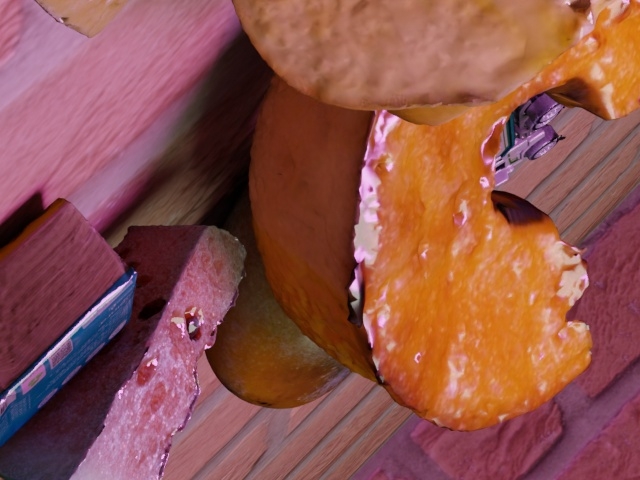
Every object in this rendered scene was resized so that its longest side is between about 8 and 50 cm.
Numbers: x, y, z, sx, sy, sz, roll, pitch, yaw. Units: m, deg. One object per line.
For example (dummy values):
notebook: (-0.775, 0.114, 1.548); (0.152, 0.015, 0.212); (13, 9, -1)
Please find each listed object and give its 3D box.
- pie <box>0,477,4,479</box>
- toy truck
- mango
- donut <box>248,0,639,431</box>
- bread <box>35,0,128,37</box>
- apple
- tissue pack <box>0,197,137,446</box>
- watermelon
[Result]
pie: (-0.227, 0.163, 1.464); (0.163, 0.079, 0.193); (-43, 170, 5)
toy truck: (0.152, -0.127, 1.816); (0.124, 0.114, 0.253); (-34, 166, -4)
mango: (0.000, 0.000, 1.597); (0.193, 0.146, 0.316); (-25, 145, -58)
donut: (0.104, -0.090, 1.439); (0.377, 0.163, 0.435); (17, 96, -53)
bread: (-0.112, -0.180, 0.790); (0.138, 0.102, 0.196); (-52, 164, 1)
apple: (0.106, -0.214, 1.086); (0.309, 0.252, 0.314); (-30, 157, 34)
tissue pack: (-0.201, 0.066, 1.244); (0.169, 0.082, 0.120); (-45, 172, -19)
watermelon: (-0.142, 0.076, 1.356); (0.241, 0.154, 0.094); (-54, 141, -19)
